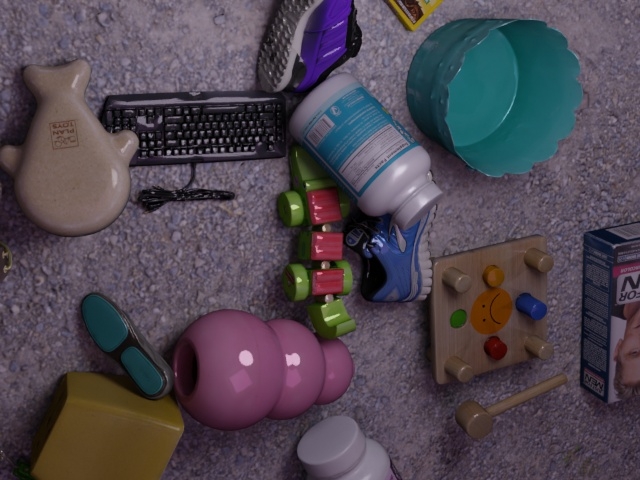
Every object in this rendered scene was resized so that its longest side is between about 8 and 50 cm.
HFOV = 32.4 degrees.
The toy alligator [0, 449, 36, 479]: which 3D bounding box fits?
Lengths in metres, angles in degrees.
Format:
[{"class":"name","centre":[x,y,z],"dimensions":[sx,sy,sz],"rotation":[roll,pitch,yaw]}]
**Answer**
[{"class":"toy alligator","centre":[-0.485,0.405,1.871],"dimensions":[0.190,0.051,0.056],"rotation":[34,58,-21]}]

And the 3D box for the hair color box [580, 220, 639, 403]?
[{"class":"hair color box","centre":[0.633,0.144,2.250],"dimensions":[0.174,0.105,0.347],"rotation":[-11,111,-20]}]

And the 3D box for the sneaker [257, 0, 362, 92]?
[{"class":"sneaker","centre":[0.014,-0.365,1.793],"dimensions":[0.146,0.102,0.293],"rotation":[4,130,-35]}]

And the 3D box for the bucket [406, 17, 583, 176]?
[{"class":"bucket","centre":[0.298,-0.260,1.929],"dimensions":[0.281,0.183,0.281],"rotation":[-7,110,-21]}]

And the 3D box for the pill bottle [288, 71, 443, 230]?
[{"class":"pill bottle","centre":[0.081,-0.141,1.823],"dimensions":[0.146,0.146,0.264],"rotation":[-41,80,-7]}]

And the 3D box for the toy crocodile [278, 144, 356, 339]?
[{"class":"toy crocodile","centre":[0.000,0.000,1.899],"dimensions":[0.115,0.105,0.340],"rotation":[-4,91,-23]}]

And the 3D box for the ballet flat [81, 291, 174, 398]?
[{"class":"ballet flat","centre":[-0.323,0.177,1.843],"dimensions":[0.072,0.068,0.213],"rotation":[-40,82,8]}]

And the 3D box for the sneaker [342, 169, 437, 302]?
[{"class":"sneaker","centre":[0.117,-0.032,1.952],"dimensions":[0.147,0.130,0.330],"rotation":[-12,111,-23]}]

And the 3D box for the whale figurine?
[{"class":"whale figurine","centre":[-0.390,-0.139,1.709],"dimensions":[0.216,0.141,0.272],"rotation":[-10,87,-8]}]

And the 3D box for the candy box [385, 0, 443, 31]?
[{"class":"candy box","centre":[0.131,-0.467,1.877],"dimensions":[0.105,0.027,0.206],"rotation":[-48,119,-7]}]

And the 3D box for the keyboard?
[{"class":"keyboard","centre":[-0.207,-0.146,1.828],"dimensions":[0.317,0.033,0.201],"rotation":[-5,108,-22]}]

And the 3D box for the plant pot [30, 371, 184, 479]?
[{"class":"plant pot","centre":[-0.365,0.332,1.823],"dimensions":[0.187,0.212,0.212],"rotation":[25,95,-16]}]

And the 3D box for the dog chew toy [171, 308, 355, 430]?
[{"class":"dog chew toy","centre":[-0.086,0.223,1.910],"dimensions":[0.332,0.207,0.206],"rotation":[3,105,-33]}]

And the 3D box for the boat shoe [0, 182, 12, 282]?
[{"class":"boat shoe","centre":[-0.534,0.046,1.699],"dimensions":[0.097,0.116,0.324],"rotation":[8,107,-31]}]

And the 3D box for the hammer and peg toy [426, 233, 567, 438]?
[{"class":"hammer and peg toy","centre":[0.330,0.179,2.115],"dimensions":[0.266,0.127,0.361],"rotation":[-13,111,-22]}]

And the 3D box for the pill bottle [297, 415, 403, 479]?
[{"class":"pill bottle","centre":[0.076,0.479,2.073],"dimensions":[0.169,0.169,0.301],"rotation":[-34,117,-11]}]
